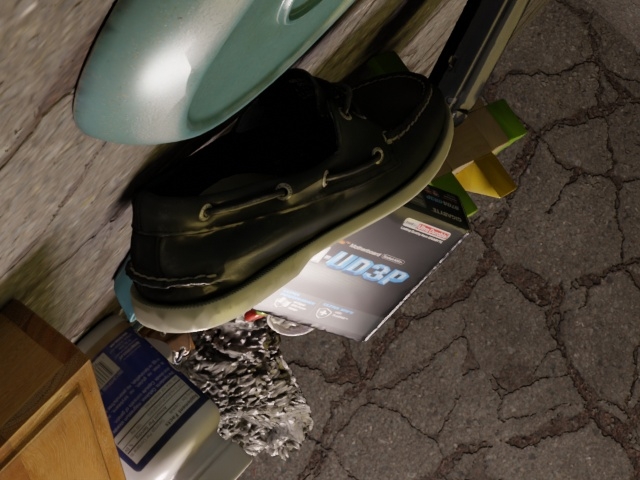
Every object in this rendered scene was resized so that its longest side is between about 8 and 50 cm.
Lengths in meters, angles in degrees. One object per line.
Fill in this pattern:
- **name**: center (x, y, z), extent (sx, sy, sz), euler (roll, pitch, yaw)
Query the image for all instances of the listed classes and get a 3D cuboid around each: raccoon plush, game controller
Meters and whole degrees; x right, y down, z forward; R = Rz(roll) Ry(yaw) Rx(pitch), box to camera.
- **raccoon plush**: center (-0.202, 0.181, 1.829), extent (0.299, 0.216, 0.446), euler (-32, 143, -11)
- **game controller**: center (0.173, -0.252, 1.437), extent (0.166, 0.067, 0.319), euler (-71, -173, -60)

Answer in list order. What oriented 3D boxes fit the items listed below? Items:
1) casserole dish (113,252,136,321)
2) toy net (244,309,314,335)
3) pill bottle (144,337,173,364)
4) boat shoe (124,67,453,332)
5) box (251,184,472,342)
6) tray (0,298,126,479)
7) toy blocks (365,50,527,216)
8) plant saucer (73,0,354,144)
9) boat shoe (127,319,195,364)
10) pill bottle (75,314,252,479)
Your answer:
- **casserole dish**: center (-0.111, -0.007, 1.199), extent (0.114, 0.037, 0.188), euler (-45, 175, -42)
- **toy net**: center (-0.023, 0.081, 1.592), extent (0.122, 0.045, 0.232), euler (-20, 175, -12)
- **pill bottle**: center (-0.183, 0.201, 1.496), extent (0.108, 0.108, 0.193), euler (-43, 135, -60)
- **boat shoe**: center (-0.019, -0.066, 1.080), extent (0.127, 0.113, 0.340), euler (15, -142, 41)
- **box**: center (0.000, 0.000, 1.369), extent (0.175, 0.220, 0.051), euler (-48, -142, 31)
- **tray**: center (-0.228, 0.224, 1.061), extent (0.203, 0.076, 0.411), euler (-47, 159, -23)
- **toy blocks**: center (0.023, -0.043, 1.581), extent (0.261, 0.191, 0.381), euler (-39, 173, 34)
- **plant saucer**: center (0.002, -0.158, 0.747), extent (0.317, 0.044, 0.317), euler (-48, 177, -3)
- **boat shoe**: center (-0.160, 0.094, 1.551), extent (0.183, 0.066, 0.066), euler (-47, 177, -5)
- **pill bottle**: center (-0.158, 0.168, 1.367), extent (0.112, 0.186, 0.112), euler (-47, 178, -3)
